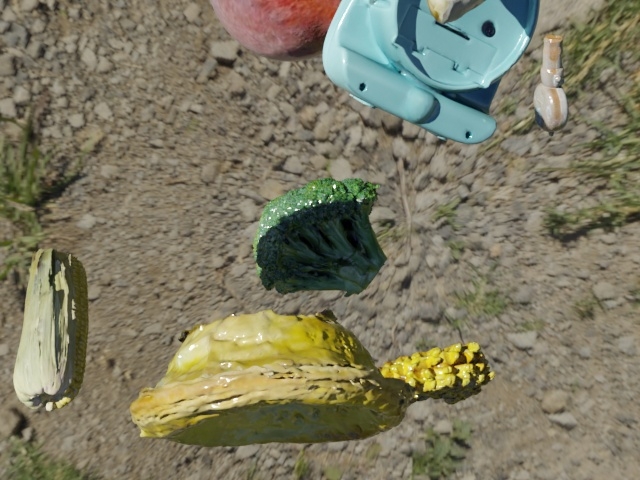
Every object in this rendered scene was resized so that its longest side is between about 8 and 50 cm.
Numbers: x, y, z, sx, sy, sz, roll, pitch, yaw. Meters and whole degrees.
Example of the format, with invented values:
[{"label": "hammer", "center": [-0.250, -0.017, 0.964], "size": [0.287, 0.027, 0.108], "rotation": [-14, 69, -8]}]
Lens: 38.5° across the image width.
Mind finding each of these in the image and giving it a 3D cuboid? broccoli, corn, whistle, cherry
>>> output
[{"label": "broccoli", "center": [0.000, 0.000, 1.670], "size": [0.241, 0.261, 0.269], "rotation": [37, 61, 6]}, {"label": "corn", "center": [-0.467, 0.148, 1.589], "size": [0.122, 0.123, 0.305], "rotation": [-19, 48, 9]}, {"label": "whistle", "center": [0.473, -0.313, 1.885], "size": [0.057, 0.107, 0.220], "rotation": [-9, 123, -6]}, {"label": "cherry", "center": [-0.065, -0.379, 1.430], "size": [0.206, 0.239, 0.239], "rotation": [-20, 89, 2]}]

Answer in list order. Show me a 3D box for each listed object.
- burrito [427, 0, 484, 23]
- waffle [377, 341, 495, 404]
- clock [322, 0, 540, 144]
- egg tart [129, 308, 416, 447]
[{"label": "burrito", "center": [0.129, -0.296, 0.761], "size": [0.135, 0.332, 0.190], "rotation": [-14, 107, 19]}, {"label": "waffle", "center": [0.187, 0.232, 1.512], "size": [0.193, 0.197, 0.070], "rotation": [-10, 66, -3]}, {"label": "clock", "center": [0.144, -0.262, 1.037], "size": [0.224, 0.094, 0.274], "rotation": [18, 104, -26]}, {"label": "egg tart", "center": [-0.053, 0.151, 0.986], "size": [0.315, 0.315, 0.120], "rotation": [-6, 68, 6]}]
